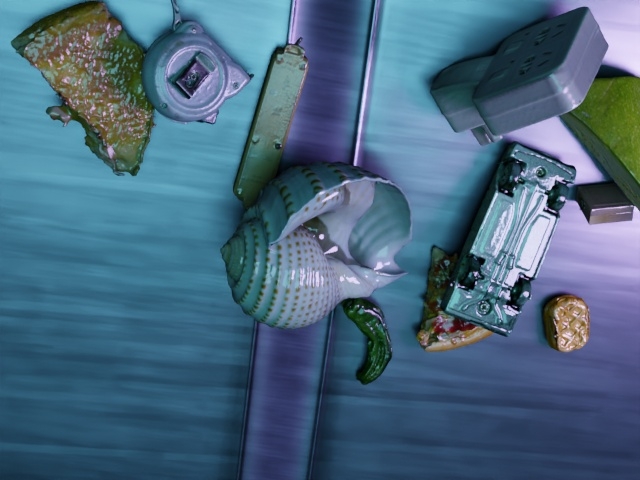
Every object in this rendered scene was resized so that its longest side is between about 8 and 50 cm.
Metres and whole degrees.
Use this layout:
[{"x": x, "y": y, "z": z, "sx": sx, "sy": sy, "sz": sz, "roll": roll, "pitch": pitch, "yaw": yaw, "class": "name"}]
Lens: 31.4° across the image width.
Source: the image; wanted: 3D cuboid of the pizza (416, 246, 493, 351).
[{"x": 0.242, "y": 0.103, "z": 2.032, "sx": 0.188, "sy": 0.062, "sz": 0.199, "roll": -25, "pitch": 109, "yaw": 1, "class": "pizza"}]

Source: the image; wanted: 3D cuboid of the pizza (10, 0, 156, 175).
[{"x": -0.353, "y": -0.243, "z": 1.841, "sx": 0.189, "sy": 0.071, "sz": 0.297, "roll": -38, "pitch": 114, "yaw": -11, "class": "pizza"}]

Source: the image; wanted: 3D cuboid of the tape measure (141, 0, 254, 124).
[{"x": -0.261, "y": -0.317, "z": 1.781, "sx": 0.330, "sy": 0.084, "sz": 0.164, "roll": 42, "pitch": 74, "yaw": -28, "class": "tape measure"}]

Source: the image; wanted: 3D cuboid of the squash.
[{"x": 0.499, "y": -0.128, "z": 1.898, "sx": 0.203, "sy": 0.111, "sz": 0.289, "roll": -4, "pitch": 88, "yaw": -3, "class": "squash"}]

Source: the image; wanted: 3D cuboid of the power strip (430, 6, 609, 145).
[{"x": 0.324, "y": -0.241, "z": 1.839, "sx": 0.261, "sy": 0.229, "sz": 0.141, "roll": -17, "pitch": 116, "yaw": 37, "class": "power strip"}]

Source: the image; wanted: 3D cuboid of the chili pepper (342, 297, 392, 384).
[{"x": 0.088, "y": 0.177, "z": 2.049, "sx": 0.073, "sy": 0.050, "sz": 0.182, "roll": -15, "pitch": 113, "yaw": -8, "class": "chili pepper"}]

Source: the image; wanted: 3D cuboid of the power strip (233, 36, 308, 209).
[{"x": -0.082, "y": -0.196, "z": 1.902, "sx": 0.064, "sy": 0.044, "sz": 0.305, "roll": 14, "pitch": 109, "yaw": -10, "class": "power strip"}]

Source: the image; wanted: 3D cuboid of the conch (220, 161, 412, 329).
[{"x": -0.013, "y": -0.008, "z": 1.888, "sx": 0.319, "sy": 0.215, "sz": 0.303, "roll": -10, "pitch": 129, "yaw": -44, "class": "conch"}]

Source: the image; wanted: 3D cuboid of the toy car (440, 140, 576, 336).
[{"x": 0.320, "y": -0.005, "z": 1.974, "sx": 0.141, "sy": 0.097, "sz": 0.321, "roll": 21, "pitch": 92, "yaw": -13, "class": "toy car"}]

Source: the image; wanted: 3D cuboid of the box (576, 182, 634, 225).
[{"x": 0.494, "y": -0.064, "z": 1.985, "sx": 0.083, "sy": 0.079, "sz": 0.035, "roll": -5, "pitch": 125, "yaw": -3, "class": "box"}]

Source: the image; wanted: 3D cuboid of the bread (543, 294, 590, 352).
[{"x": 0.452, "y": 0.152, "z": 2.080, "sx": 0.083, "sy": 0.044, "sz": 0.111, "roll": -10, "pitch": 108, "yaw": -4, "class": "bread"}]
